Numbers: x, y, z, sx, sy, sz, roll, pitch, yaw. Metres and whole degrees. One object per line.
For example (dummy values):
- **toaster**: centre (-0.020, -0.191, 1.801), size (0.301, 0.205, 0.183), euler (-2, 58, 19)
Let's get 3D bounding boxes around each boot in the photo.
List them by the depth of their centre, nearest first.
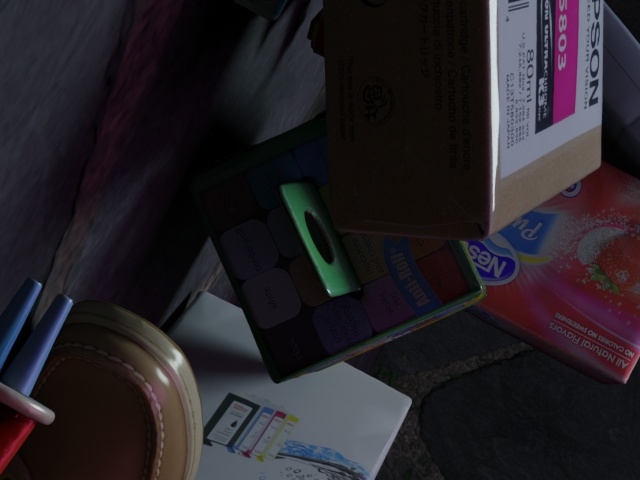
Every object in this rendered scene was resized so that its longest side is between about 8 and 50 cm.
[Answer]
- **boot**: centre (-0.154, 0.168, 0.763), size (0.203, 0.095, 0.262), euler (-52, 172, -49)

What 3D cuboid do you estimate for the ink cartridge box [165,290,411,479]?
- **ink cartridge box**: centre (-0.075, 0.183, 1.052), size (0.233, 0.168, 0.171), euler (-53, 169, -54)

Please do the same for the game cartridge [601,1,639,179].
- **game cartridge**: centre (0.199, -0.157, 1.317), size (0.062, 0.297, 0.198), euler (-39, 172, 4)

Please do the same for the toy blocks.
- **toy blocks**: centre (-0.145, 0.078, 0.623), size (0.148, 0.054, 0.123), euler (-61, 173, -9)

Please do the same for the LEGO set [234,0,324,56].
- **LEGO set**: centre (0.039, -0.188, 0.929), size (0.182, 0.060, 0.244), euler (-63, 170, 4)

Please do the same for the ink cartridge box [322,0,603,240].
- **ink cartridge box**: centre (0.077, -0.133, 0.822), size (0.193, 0.088, 0.235), euler (-27, 118, -60)

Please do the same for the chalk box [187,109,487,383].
- **chalk box**: centre (0.013, -0.001, 0.962), size (0.132, 0.132, 0.213), euler (-24, 176, 4)

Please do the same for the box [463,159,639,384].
- **box**: centre (0.141, -0.015, 1.329), size (0.154, 0.300, 0.142), euler (-61, 175, -3)
